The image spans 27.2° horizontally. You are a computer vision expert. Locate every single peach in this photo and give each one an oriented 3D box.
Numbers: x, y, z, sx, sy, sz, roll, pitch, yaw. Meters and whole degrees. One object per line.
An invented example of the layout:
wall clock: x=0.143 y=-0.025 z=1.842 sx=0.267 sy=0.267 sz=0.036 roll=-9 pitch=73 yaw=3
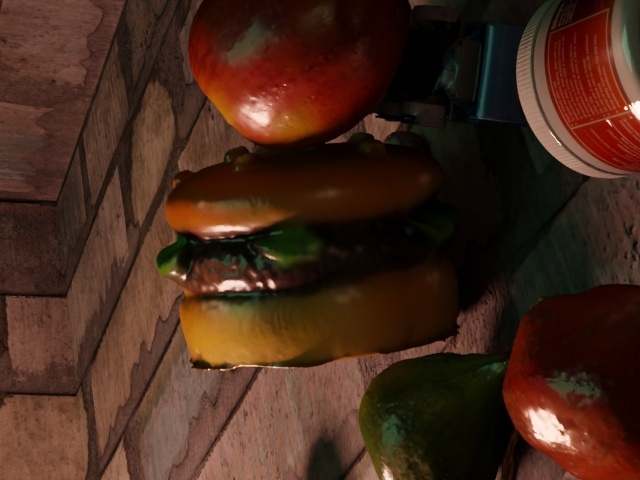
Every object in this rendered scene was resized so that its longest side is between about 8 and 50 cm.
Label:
peach: x=-0.019 y=-0.242 z=1.565 sx=0.281 sy=0.238 sz=0.281 roll=-43 pitch=4 yaw=4

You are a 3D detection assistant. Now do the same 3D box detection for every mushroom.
mushroom: x=0.243 y=0.202 z=1.586 sx=0.028 sy=0.026 sz=0.286 roll=-113 pitch=30 yaw=-74

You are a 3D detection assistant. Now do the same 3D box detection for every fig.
fig: x=0.170 y=0.210 z=1.599 sx=0.235 sy=0.203 sz=0.203 roll=-40 pitch=43 yaw=21

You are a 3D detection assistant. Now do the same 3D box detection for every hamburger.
hamburger: x=0.000 y=0.000 z=1.722 sx=0.396 sy=0.396 sz=0.277 roll=-173 pitch=74 yaw=-66

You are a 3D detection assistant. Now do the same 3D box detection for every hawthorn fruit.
hawthorn fruit: x=0.297 y=0.139 z=1.249 sx=0.253 sy=0.205 sz=0.205 roll=2 pitch=88 yaw=62

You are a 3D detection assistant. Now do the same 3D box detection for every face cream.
face cream: x=0.316 y=-0.168 z=1.245 sx=0.187 sy=0.201 sz=0.201 roll=166 pitch=106 yaw=-66

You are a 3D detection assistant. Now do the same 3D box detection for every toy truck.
toy truck: x=0.147 y=-0.213 z=1.672 sx=0.367 sy=0.175 sz=0.146 roll=-158 pitch=75 yaw=-65

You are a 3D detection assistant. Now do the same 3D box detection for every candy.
candy: x=0.117 y=-0.105 z=1.888 sx=0.103 sy=0.043 sz=0.103 roll=-175 pitch=90 yaw=-67
